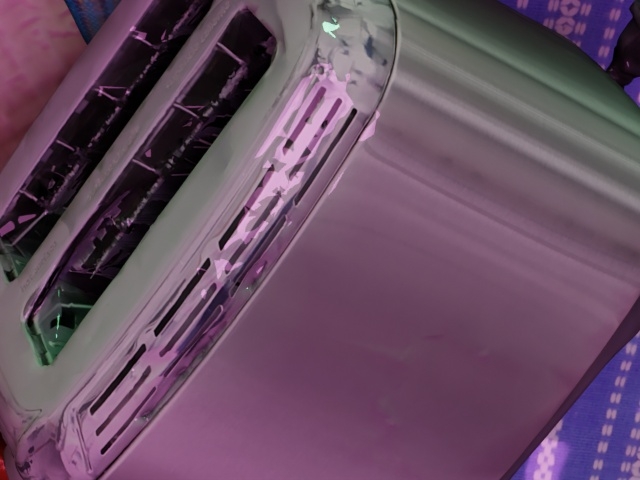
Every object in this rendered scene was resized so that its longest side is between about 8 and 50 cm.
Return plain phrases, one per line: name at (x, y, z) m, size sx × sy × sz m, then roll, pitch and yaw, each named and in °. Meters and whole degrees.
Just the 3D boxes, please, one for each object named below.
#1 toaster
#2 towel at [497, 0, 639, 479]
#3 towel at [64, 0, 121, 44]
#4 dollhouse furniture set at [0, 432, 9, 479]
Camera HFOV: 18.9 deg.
toaster at (0.000, 0.000, 0.558) m, size 0.146 × 0.129 × 0.227 m, roll 25°, pitch 112°, yaw -37°
towel at (0.189, 0.037, 0.690) m, size 0.336 × 0.040 × 0.243 m, roll 9°, pitch 107°, yaw -13°
towel at (0.022, -0.190, 0.461) m, size 0.271 × 0.040 × 0.370 m, roll -15°, pitch 146°, yaw 3°
dollhouse furniture set at (-0.115, 0.132, 0.550) m, size 0.262 × 0.259 × 0.135 m, roll 35°, pitch 103°, yaw -20°
